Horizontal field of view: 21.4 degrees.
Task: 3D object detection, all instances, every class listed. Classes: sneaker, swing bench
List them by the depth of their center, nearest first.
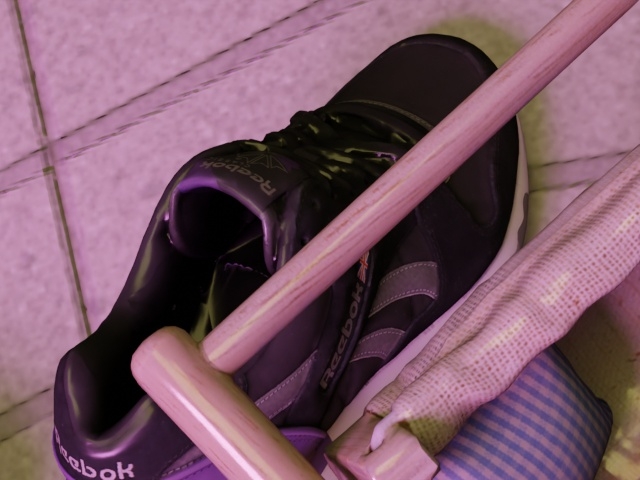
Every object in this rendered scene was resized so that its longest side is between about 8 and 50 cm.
[{"bbox_3d":[0.134,0.058,0.482,0.253,0.165,0.254,-43,65,-10],"label":"swing bench"},{"bbox_3d":[0.000,0.000,0.640,0.107,0.124,0.283,16,54,23],"label":"sneaker"}]
